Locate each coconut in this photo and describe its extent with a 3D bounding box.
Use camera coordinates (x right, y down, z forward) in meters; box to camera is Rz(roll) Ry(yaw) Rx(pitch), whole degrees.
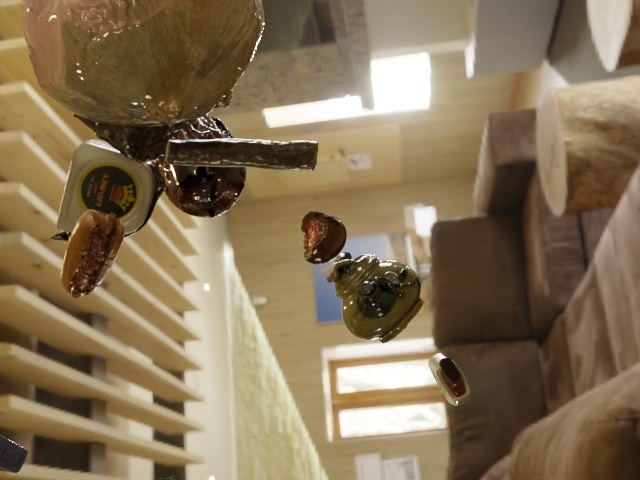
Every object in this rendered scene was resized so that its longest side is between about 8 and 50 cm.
[{"bbox_3d":[-0.279,-0.342,1.317,0.404,0.404,0.404,-7,-90,-85],"label":"coconut"}]

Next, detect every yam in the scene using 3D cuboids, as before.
[{"bbox_3d":[-0.139,-0.156,1.481,0.061,0.274,0.061,-179,90,-80],"label":"yam"}]

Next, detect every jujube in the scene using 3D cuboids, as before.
[{"bbox_3d":[-0.347,-0.222,2.344,0.376,0.258,0.258,-123,18,-51],"label":"jujube"}]

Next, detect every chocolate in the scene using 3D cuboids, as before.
[{"bbox_3d":[0.000,0.000,2.137,0.124,0.127,0.133,65,-137,-79],"label":"chocolate"}]

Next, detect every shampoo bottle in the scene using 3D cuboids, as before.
[{"bbox_3d":[0.344,0.361,2.184,0.153,0.071,0.284,61,178,14],"label":"shampoo bottle"}]

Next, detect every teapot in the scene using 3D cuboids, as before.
[{"bbox_3d":[0.096,0.095,1.620,0.182,0.173,0.269,44,-178,-4],"label":"teapot"}]

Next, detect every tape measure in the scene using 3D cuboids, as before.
[{"bbox_3d":[-0.524,-0.101,2.072,0.133,0.231,0.271,-112,40,-77],"label":"tape measure"}]

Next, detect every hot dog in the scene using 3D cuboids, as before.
[{"bbox_3d":[-0.476,0.030,1.705,0.249,0.102,0.076,-56,17,34],"label":"hot dog"}]

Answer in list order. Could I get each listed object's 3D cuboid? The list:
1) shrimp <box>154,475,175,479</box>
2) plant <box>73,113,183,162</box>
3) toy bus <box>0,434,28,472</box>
[{"bbox_3d":[-0.210,0.448,1.363,0.079,0.233,0.090,-17,-67,-65],"label":"shrimp"},{"bbox_3d":[-0.457,-0.320,1.907,0.276,0.199,0.188,46,-170,28],"label":"plant"},{"bbox_3d":[-0.822,0.498,2.024,0.236,0.094,0.079,58,-145,-51],"label":"toy bus"}]
